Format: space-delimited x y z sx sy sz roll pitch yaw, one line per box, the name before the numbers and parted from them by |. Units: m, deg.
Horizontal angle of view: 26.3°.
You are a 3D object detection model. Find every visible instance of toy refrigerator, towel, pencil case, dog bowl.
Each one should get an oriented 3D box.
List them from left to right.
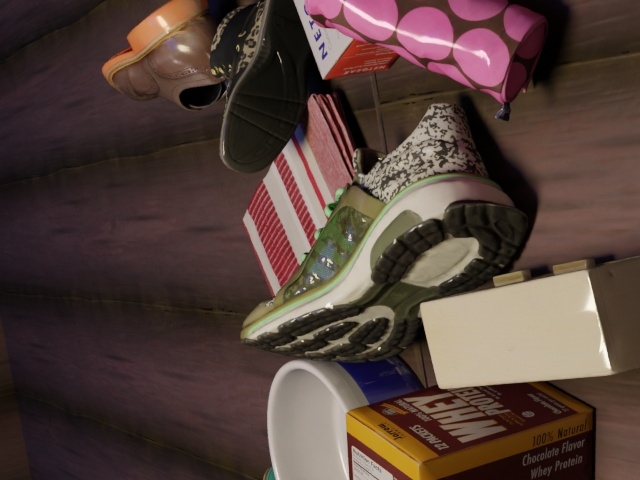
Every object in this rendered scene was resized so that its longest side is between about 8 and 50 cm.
towel | 0.000 0.000 1.641 0.237 0.037 0.329 67 154 17
dog bowl | 0.041 0.256 1.584 0.265 0.104 0.264 34 130 55
pencil case | 0.093 -0.191 1.211 0.209 0.098 0.095 28 94 17
toy refrigerator | 0.200 0.068 1.189 0.269 0.102 0.094 -20 83 64

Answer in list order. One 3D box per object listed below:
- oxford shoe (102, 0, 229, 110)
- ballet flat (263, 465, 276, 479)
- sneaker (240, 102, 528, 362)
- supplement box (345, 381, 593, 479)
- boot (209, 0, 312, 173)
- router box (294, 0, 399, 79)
oxford shoe | -0.203 -0.224 1.855 0.132 0.130 0.364 56 166 -5
ballet flat | -0.024 0.395 1.820 0.067 0.073 0.206 90 159 -54
sneaker | 0.054 0.000 1.417 0.410 0.158 0.182 -37 45 44
supplement box | 0.140 0.245 1.279 0.129 0.191 0.194 28 125 58
boot | -0.081 -0.187 1.608 0.178 0.085 0.236 -1 71 66
router box | 0.037 -0.376 1.351 0.301 0.082 0.335 -47 59 59
